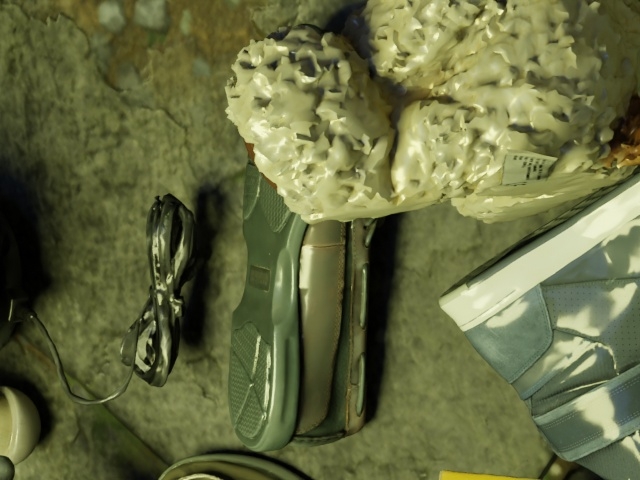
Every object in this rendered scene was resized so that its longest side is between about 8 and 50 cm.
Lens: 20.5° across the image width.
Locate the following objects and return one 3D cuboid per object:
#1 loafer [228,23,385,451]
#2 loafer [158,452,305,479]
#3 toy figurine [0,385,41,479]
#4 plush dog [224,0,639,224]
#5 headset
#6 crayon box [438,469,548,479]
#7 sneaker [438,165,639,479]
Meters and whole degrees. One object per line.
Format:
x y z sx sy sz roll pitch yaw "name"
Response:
0.000 0.000 1.104 0.096 0.084 0.268 29 114 60 "loafer"
-0.019 0.215 1.137 0.251 0.087 0.094 23 111 29 "loafer"
-0.252 0.221 1.231 0.209 0.148 0.213 38 117 51 "toy figurine"
0.091 -0.135 0.898 0.210 0.262 0.225 -15 81 40 "plush dog"
-0.279 0.014 1.199 0.394 0.243 0.185 15 105 11 "headset"
0.155 0.294 0.974 0.202 0.081 0.319 3 84 29 "crayon box"
0.199 0.037 0.965 0.226 0.086 0.163 -36 87 25 "sneaker"
